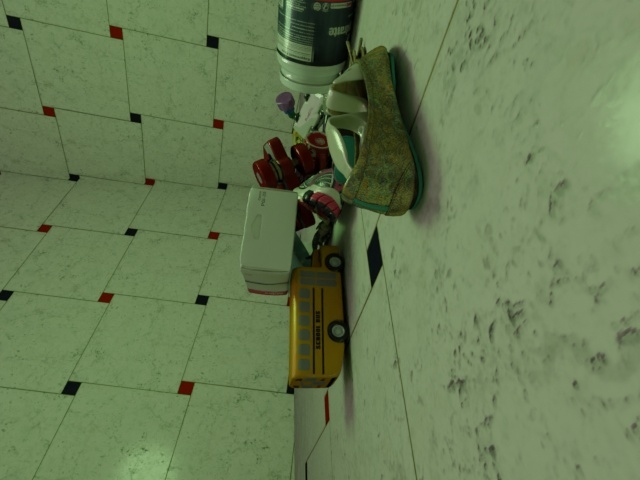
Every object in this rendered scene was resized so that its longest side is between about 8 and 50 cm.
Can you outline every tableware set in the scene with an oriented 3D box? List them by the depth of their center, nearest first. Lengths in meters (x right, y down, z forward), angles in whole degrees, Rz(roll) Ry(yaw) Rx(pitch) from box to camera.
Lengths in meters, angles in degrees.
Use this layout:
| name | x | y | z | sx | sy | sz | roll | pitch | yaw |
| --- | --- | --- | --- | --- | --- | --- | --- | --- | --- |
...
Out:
| name | x | y | z | sx | sy | sz | roll | pitch | yaw |
| --- | --- | --- | --- | --- | --- | --- | --- | --- | --- |
| tableware set | 0.065 | -0.346 | 0.939 | 0.194 | 0.039 | 0.128 | 101 | 169 | -49 |

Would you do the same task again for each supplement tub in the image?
| name | x | y | z | sx | sy | sz | roll | pitch | yaw |
| --- | --- | --- | --- | --- | --- | --- | --- | --- | --- |
| supplement tub | -0.017 | -0.546 | 1.056 | 0.191 | 0.191 | 0.272 | -94 | 10 | -45 |

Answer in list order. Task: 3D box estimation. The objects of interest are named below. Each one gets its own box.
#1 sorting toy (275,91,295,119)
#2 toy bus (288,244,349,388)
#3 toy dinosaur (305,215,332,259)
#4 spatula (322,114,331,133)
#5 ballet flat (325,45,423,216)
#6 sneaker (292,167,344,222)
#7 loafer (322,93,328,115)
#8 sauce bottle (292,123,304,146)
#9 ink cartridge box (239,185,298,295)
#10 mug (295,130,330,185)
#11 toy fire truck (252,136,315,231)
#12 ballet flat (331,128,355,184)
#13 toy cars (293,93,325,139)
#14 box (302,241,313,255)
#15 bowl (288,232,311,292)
| name | x | y | z | sx | sy | sz | roll | pitch | yaw |
| --- | --- | --- | --- | --- | --- | --- | --- | --- | --- |
| sorting toy | -0.061 | -0.618 | 1.590 | 0.365 | 0.127 | 0.126 | -67 | -26 | -21 |
| toy bus | -0.008 | 0.174 | 0.982 | 0.108 | 0.130 | 0.332 | 103 | 167 | -57 |
| toy dinosaur | 0.000 | 0.000 | 1.281 | 0.268 | 0.064 | 0.118 | 107 | 179 | -66 |
| spatula | 0.024 | -0.473 | 1.326 | 0.084 | 0.030 | 0.296 | 28 | 129 | 39 |
| ballet flat | 0.063 | -0.181 | 0.597 | 0.123 | 0.123 | 0.348 | 101 | 169 | -53 |
| sneaker | 0.012 | -0.121 | 1.044 | 0.112 | 0.121 | 0.299 | -56 | 16 | -3 |
| loafer | 0.035 | -0.455 | 1.276 | 0.045 | 0.039 | 0.125 | 39 | 138 | 39 |
| sauce bottle | -0.064 | -0.371 | 1.750 | 0.111 | 0.111 | 0.344 | 102 | 166 | -54 |
| ink cartridge box | -0.129 | 0.015 | 1.053 | 0.283 | 0.117 | 0.207 | 110 | 166 | -71 |
| mug | -0.006 | -0.255 | 1.344 | 0.150 | 0.113 | 0.169 | 40 | 142 | 20 |
| toy fire truck | -0.111 | -0.170 | 1.317 | 0.302 | 0.169 | 0.254 | 65 | 162 | -8 |
| ballet flat | 0.065 | -0.221 | 0.813 | 0.079 | 0.077 | 0.221 | -61 | -20 | -59 |
| toy cars | -0.030 | -0.548 | 1.410 | 0.177 | 0.087 | 0.393 | 12 | 120 | 39 |
| box | -0.045 | 0.118 | 1.590 | 0.324 | 0.067 | 0.063 | -100 | 14 | -56 |
| bowl | -0.144 | 0.059 | 1.396 | 0.311 | 0.163 | 0.311 | 59 | -175 | -7 |
